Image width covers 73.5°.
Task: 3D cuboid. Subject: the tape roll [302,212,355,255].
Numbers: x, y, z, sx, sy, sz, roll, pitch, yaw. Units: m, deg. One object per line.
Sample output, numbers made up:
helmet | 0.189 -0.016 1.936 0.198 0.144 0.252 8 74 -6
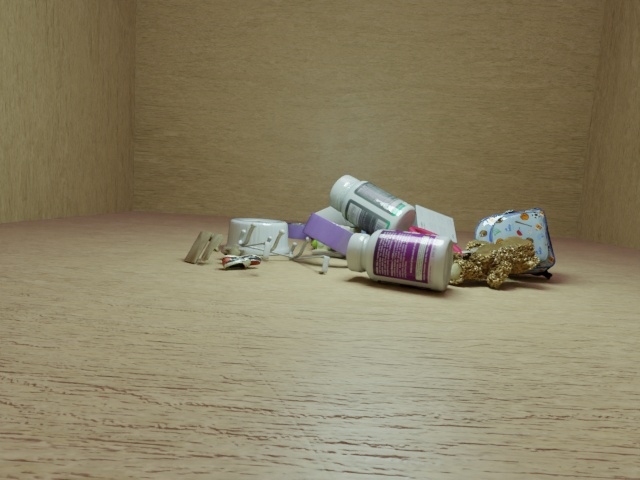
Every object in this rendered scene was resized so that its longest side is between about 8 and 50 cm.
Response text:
tape roll | 0.069 -0.009 1.677 0.275 0.090 0.275 28 2 -1

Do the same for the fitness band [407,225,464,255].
fitness band | 0.463 0.018 1.749 0.209 0.054 0.291 18 17 -12

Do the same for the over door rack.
over door rack | -0.132 0.017 1.513 0.240 0.108 0.324 14 1 -26

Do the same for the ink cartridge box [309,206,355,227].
ink cartridge box | 0.069 -0.094 2.308 0.171 0.168 0.233 -23 1 13

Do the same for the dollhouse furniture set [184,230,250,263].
dollhouse furniture set | -0.360 0.065 1.525 0.144 0.123 0.151 8 -27 36

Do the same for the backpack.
backpack | 0.714 0.012 1.604 0.264 0.276 0.213 -10 -19 23

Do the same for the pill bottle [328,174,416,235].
pill bottle | 0.225 -0.142 1.918 0.361 0.204 0.204 35 22 28

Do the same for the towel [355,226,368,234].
towel | 0.214 -0.061 2.506 0.285 0.034 0.209 5 8 43

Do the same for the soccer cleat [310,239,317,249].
soccer cleat | 0.000 0.000 2.071 0.072 0.060 0.179 -38 5 10

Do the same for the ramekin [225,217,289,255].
ramekin | -0.269 -0.021 1.855 0.278 0.135 0.277 3 7 0

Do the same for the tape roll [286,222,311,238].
tape roll | -0.113 -0.056 2.505 0.189 0.080 0.189 4 7 0

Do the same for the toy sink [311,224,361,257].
toy sink | 0.075 -0.007 1.929 0.153 0.131 0.234 6 7 24

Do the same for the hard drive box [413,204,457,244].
hard drive box | 0.575 -0.062 2.215 0.232 0.089 0.181 19 47 -13

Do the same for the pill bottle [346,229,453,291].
pill bottle | 0.241 0.053 1.320 0.302 0.169 0.169 7 7 25

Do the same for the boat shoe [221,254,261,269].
boat shoe | -0.260 0.075 1.426 0.137 0.049 0.043 2 48 -31

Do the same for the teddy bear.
teddy bear | 0.549 0.079 1.443 0.338 0.113 0.245 -17 20 -23
